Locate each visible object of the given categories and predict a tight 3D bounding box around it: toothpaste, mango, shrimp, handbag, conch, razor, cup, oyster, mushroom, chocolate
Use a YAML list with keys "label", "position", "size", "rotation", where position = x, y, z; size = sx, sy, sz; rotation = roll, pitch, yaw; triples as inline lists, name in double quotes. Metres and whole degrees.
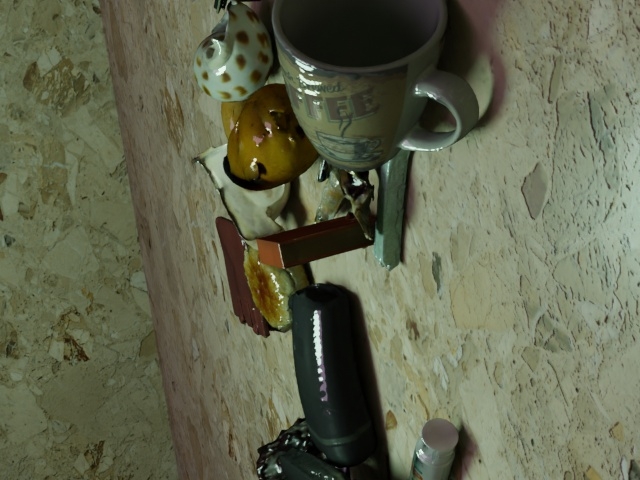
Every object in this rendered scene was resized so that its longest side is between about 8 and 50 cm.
- label: "toothpaste"
  position: [0.180, 0.404, 1.659]
  size: [0.323, 0.066, 0.100]
  rotation: [93, 158, -50]
- label: "mango"
  position: [-0.086, -0.194, 1.820]
  size: [0.287, 0.153, 0.201]
  rotation: [-179, 88, -72]
- label: "shrimp"
  position: [0.021, -0.113, 1.759]
  size: [0.223, 0.048, 0.126]
  rotation: [113, 147, -49]
- label: "handbag"
  position: [-0.165, 0.077, 2.328]
  size: [0.260, 0.084, 0.275]
  rotation: [-164, 62, -67]
- label: "conch"
  position: [-0.169, -0.363, 1.963]
  size: [0.182, 0.149, 0.275]
  rotation: [-60, 14, -4]
- label: "razor"
  position: [0.015, 0.259, 1.921]
  size: [0.204, 0.114, 0.348]
  rotation: [-167, 65, -71]
- label: "cup"
  position: [0.088, -0.209, 1.352]
  size: [0.301, 0.227, 0.257]
  rotation: [34, 155, 25]
- label: "oyster"
  position: [0.043, -0.146, 1.564]
  size: [0.166, 0.094, 0.294]
  rotation: [101, 164, -75]
- label: "mushroom"
  position: [-0.119, -0.101, 2.059]
  size: [0.236, 0.162, 0.173]
  rotation: [60, -169, 18]
- label: "chocolate"
  position: [-0.058, 0.515, 2.193]
  size: [0.224, 0.177, 0.206]
  rotation: [-140, 41, -61]
- label: "handbag"
  position: [0.000, 0.000, 1.677]
  size: [0.127, 0.190, 0.062]
  rotation: [-173, 69, -68]

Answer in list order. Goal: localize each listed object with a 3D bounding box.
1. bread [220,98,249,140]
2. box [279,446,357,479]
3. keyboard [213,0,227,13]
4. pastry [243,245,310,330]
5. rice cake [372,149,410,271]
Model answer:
- label: "bread"
  position: [-0.178, -0.254, 2.162]
  size: [0.114, 0.078, 0.189]
  rotation: [140, 117, -63]
- label: "box"
  position: [0.059, 0.577, 1.927]
  size: [0.350, 0.091, 0.359]
  rotation: [61, 162, -9]
- label: "keyboard"
  position: [-0.185, -0.565, 2.003]
  size: [0.230, 0.025, 0.093]
  rotation: [115, 172, -60]
- label: "pastry"
  position: [-0.089, 0.095, 2.115]
  size: [0.192, 0.093, 0.182]
  rotation: [44, 142, 44]
- label: "rice cake"
  position: [0.111, -0.059, 1.559]
  size: [0.045, 0.042, 0.245]
  rotation: [-118, 23, -50]
